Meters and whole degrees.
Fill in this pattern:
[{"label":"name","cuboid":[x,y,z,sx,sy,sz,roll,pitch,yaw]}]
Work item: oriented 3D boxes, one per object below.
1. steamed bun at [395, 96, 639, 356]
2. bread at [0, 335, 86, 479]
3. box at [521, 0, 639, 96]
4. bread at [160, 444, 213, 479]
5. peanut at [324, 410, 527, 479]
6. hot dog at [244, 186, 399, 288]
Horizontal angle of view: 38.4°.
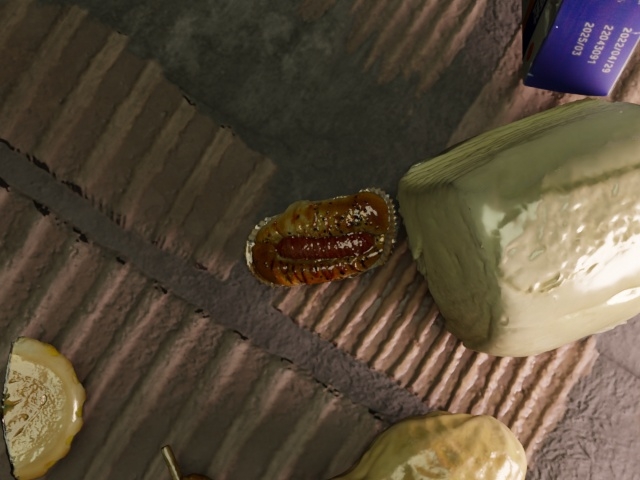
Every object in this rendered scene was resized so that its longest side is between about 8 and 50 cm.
[{"label":"steamed bun","cuboid":[0.256,0.004,1.007,0.290,0.273,0.272,-28,99,-1]},{"label":"bread","cuboid":[-0.311,0.182,1.035,0.094,0.083,0.157,-16,85,-6]},{"label":"box","cuboid":[0.296,-0.339,1.013,0.106,0.200,0.300,8,60,-1]},{"label":"bread","cuboid":[-0.094,0.380,1.004,0.124,0.084,0.344,-34,76,35]},{"label":"peanut","cuboid":[0.077,0.283,0.986,0.313,0.149,0.149,-29,83,-11]},{"label":"hot dog","cuboid":[0.000,0.000,1.055,0.192,0.053,0.099,-13,83,17]}]
